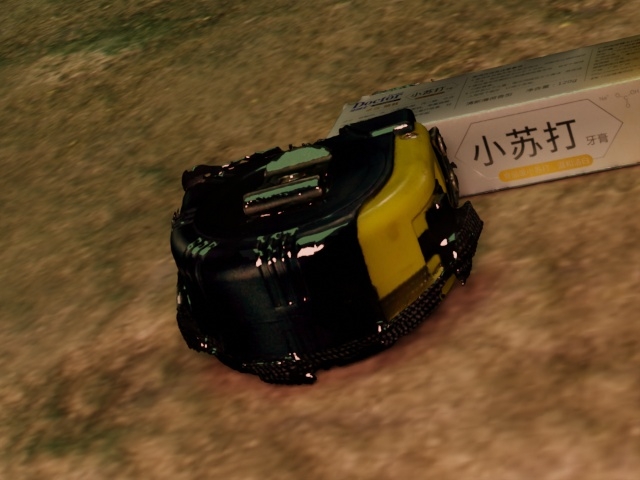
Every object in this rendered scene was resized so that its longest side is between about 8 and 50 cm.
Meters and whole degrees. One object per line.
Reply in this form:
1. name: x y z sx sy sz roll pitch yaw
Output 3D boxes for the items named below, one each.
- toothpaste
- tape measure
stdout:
1. toothpaste: 0.156 -0.087 1.050 0.312 0.071 0.089 -10 27 22
2. tape measure: 0.000 0.000 0.935 0.199 0.112 0.186 -18 25 9
